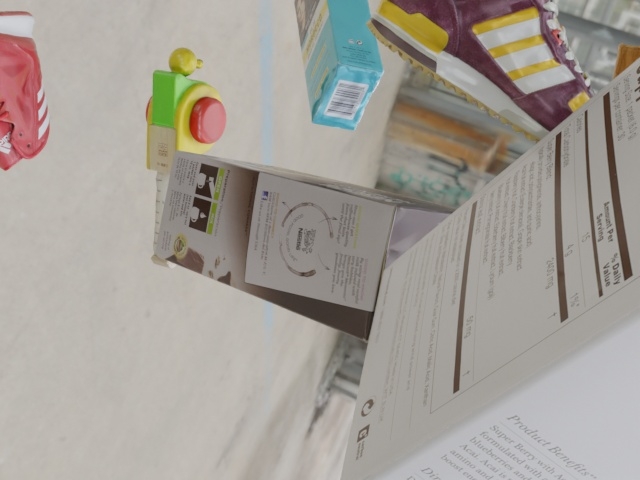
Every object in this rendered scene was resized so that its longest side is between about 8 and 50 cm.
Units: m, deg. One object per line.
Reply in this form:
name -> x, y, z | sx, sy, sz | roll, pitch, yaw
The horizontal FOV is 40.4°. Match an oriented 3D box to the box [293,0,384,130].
box -> 0.019, -0.262, 1.106 | 0.100, 0.060, 0.244 | 118, -27, -45

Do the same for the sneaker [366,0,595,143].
sneaker -> 0.122, -0.108, 0.499 | 0.084, 0.185, 0.069 | -59, -175, 17

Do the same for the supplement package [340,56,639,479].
supplement package -> 0.175, 0.037, 0.406 | 0.293, 0.177, 0.175 | -42, -162, 36

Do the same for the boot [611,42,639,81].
boot -> 0.451, -0.109, 0.959 | 0.104, 0.295, 0.211 | -96, -165, -73

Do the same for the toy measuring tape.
toy measuring tape -> -0.204, -0.126, 1.321 | 0.121, 0.121, 0.330 | -40, 137, -66

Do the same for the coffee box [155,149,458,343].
coffee box -> 0.000, 0.000, 0.847 | 0.168, 0.297, 0.119 | 5, 99, -47

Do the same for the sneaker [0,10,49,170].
sneaker -> -0.275, -0.114, 0.694 | 0.221, 0.087, 0.128 | -49, 125, -68
